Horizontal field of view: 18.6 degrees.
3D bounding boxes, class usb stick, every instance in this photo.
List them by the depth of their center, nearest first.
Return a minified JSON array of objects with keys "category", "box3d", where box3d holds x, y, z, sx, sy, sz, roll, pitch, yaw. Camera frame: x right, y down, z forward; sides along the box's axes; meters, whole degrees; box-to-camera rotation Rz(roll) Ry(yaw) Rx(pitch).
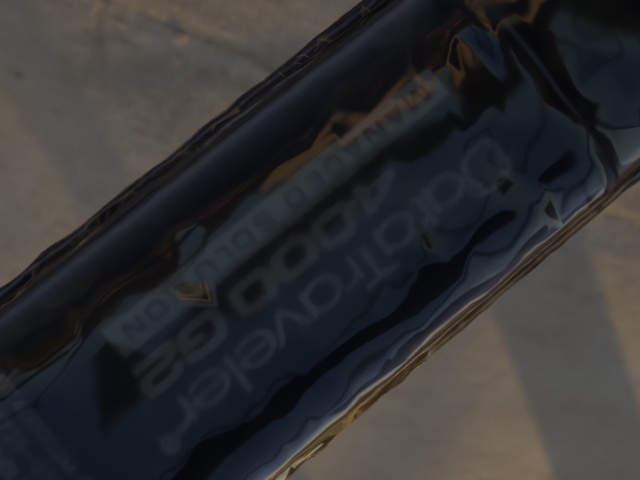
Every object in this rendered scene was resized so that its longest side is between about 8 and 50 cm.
[{"category":"usb stick","box3d":[0.000,0.000,0.456,0.077,0.278,0.045,52,165,-5]}]
